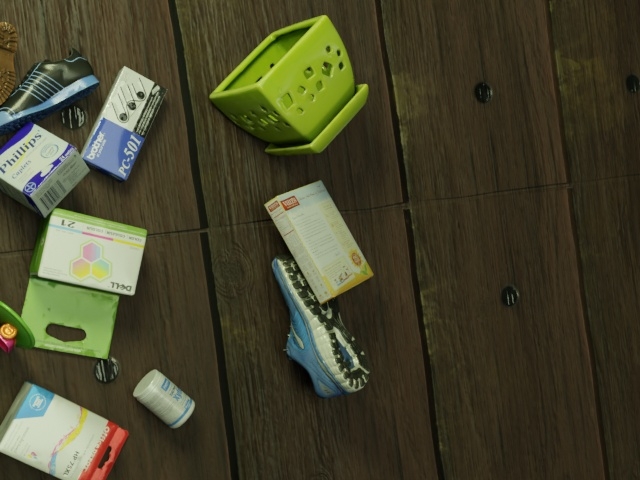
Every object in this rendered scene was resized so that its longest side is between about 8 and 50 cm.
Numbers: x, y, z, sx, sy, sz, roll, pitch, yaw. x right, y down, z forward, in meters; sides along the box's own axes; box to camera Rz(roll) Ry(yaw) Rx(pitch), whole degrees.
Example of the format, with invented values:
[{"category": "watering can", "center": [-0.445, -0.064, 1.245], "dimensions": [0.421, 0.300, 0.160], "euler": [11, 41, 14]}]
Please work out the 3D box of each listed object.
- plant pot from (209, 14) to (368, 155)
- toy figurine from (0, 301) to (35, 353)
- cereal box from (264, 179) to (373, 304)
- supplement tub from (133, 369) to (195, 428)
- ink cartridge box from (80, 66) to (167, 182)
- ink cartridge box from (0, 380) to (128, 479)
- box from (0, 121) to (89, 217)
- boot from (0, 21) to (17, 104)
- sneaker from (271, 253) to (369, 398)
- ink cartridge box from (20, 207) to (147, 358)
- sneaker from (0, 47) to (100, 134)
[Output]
[{"category": "plant pot", "center": [-0.053, -0.301, 1.975], "dimensions": [0.227, 0.228, 0.207], "euler": [-50, 116, -21]}, {"category": "toy figurine", "center": [-0.625, 0.183, 1.691], "dimensions": [0.173, 0.130, 0.159], "euler": [38, 56, 3]}, {"category": "cereal box", "center": [0.000, 0.000, 2.013], "dimensions": [0.173, 0.047, 0.240], "euler": [-23, 83, -54]}, {"category": "supplement tub", "center": [-0.307, 0.314, 1.888], "dimensions": [0.107, 0.071, 0.071], "euler": [45, 69, -19]}, {"category": "ink cartridge box", "center": [-0.390, -0.228, 1.890], "dimensions": [0.097, 0.046, 0.207], "euler": [27, 76, -23]}, {"category": "ink cartridge box", "center": [-0.476, 0.374, 1.793], "dimensions": [0.231, 0.078, 0.134], "euler": [32, 74, -23]}, {"category": "box", "center": [-0.522, -0.132, 1.762], "dimensions": [0.126, 0.137, 0.072], "euler": [-51, 151, -20]}, {"category": "boot", "center": [-0.608, -0.318, 1.765], "dimensions": [0.059, 0.085, 0.157], "euler": [21, 70, -52]}, {"category": "sneaker", "center": [-0.033, 0.182, 2.001], "dimensions": [0.130, 0.147, 0.330], "euler": [-5, 67, -52]}, {"category": "ink cartridge box", "center": [-0.452, 0.086, 1.813], "dimensions": [0.189, 0.097, 0.255], "euler": [14, 80, -26]}, {"category": "sneaker", "center": [-0.537, -0.282, 1.806], "dimensions": [0.232, 0.081, 0.090], "euler": [-33, 90, -26]}]
